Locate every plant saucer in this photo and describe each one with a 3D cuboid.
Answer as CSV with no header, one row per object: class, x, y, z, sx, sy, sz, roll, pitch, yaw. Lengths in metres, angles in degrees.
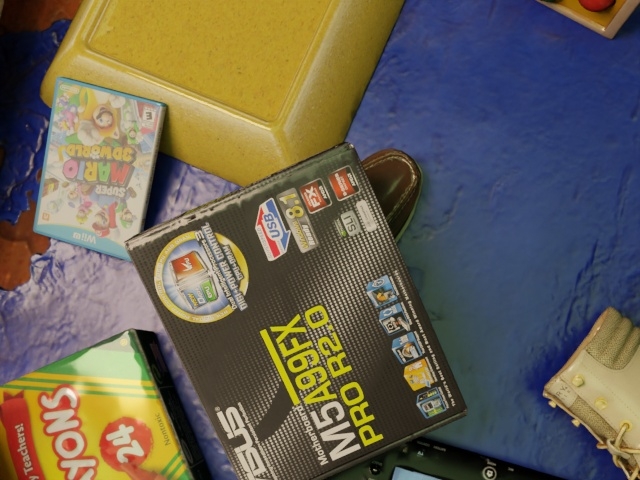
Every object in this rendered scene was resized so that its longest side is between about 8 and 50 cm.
plant saucer,-0.099,-0.246,0.861,0.333,0.081,0.332,22,83,7

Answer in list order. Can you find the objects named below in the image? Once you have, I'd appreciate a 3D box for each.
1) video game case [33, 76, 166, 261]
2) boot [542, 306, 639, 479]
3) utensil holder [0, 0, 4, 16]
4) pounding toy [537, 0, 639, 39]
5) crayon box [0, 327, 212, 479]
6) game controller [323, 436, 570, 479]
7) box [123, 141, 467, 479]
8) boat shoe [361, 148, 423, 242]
video game case,-0.229,-0.073,0.841,0.119,0.015,0.166,16,103,10
boot,0.283,0.202,0.739,0.203,0.095,0.262,36,64,9
utensil holder,-0.479,-0.160,0.751,0.328,0.327,0.385,10,85,5
pounding toy,0.291,-0.275,0.779,0.181,0.206,0.094,31,84,7
crayon box,-0.281,0.240,0.797,0.319,0.081,0.202,-24,81,0
game controller,0.142,0.287,0.774,0.319,0.067,0.166,15,83,5
box,-0.018,0.075,0.739,0.216,0.060,0.270,-24,98,0
boat shoe,0.006,0.006,0.808,0.095,0.095,0.257,43,86,8
